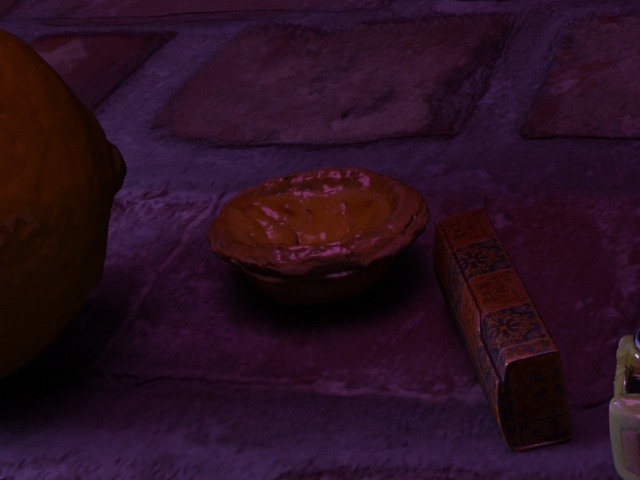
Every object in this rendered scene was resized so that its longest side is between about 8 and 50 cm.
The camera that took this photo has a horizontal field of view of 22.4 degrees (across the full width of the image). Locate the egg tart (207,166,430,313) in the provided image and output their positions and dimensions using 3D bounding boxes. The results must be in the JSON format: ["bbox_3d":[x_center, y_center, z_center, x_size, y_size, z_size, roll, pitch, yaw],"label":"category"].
[{"bbox_3d":[0.000,0.000,1.326,0.191,0.074,0.191,-9,27,4],"label":"egg tart"}]

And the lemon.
[{"bbox_3d":[-0.329,-0.026,1.236,0.336,0.336,0.336,-8,28,4],"label":"lemon"}]

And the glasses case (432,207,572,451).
[{"bbox_3d":[0.126,0.060,1.170,0.049,0.075,0.218,-14,28,-2],"label":"glasses case"}]

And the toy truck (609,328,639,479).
[{"bbox_3d":[0.272,0.120,1.001,0.191,0.085,0.116,4,36,21],"label":"toy truck"}]
